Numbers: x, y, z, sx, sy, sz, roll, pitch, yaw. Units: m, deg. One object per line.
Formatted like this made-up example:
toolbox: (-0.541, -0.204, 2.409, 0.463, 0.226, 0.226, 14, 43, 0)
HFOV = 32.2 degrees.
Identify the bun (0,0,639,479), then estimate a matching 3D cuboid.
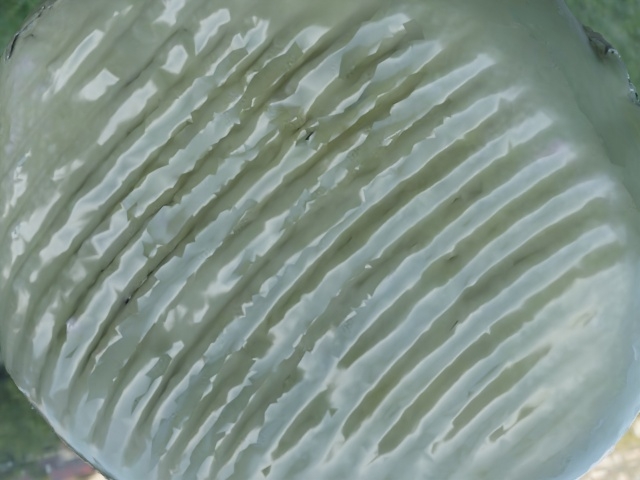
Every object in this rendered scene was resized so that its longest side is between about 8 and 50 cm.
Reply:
bun: (0.000, 0.000, 0.585, 0.362, 0.326, 0.234, 19, 179, 12)
